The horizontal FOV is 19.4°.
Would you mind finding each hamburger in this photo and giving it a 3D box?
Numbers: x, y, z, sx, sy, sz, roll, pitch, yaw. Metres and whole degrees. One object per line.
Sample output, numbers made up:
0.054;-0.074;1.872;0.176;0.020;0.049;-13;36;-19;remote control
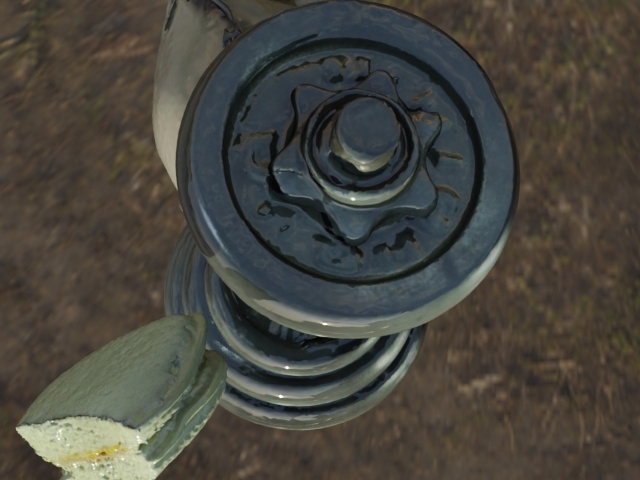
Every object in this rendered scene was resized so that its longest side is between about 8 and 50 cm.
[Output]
-0.085;0.074;0.888;0.054;0.084;0.121;50;148;-12;hamburger

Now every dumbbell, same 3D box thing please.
0.000;0.000;1.076;0.179;0.406;0.179;2;74;-6;dumbbell

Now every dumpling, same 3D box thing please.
-0.031;-0.112;1.517;0.204;0.163;0.293;-1;79;-16;dumpling
